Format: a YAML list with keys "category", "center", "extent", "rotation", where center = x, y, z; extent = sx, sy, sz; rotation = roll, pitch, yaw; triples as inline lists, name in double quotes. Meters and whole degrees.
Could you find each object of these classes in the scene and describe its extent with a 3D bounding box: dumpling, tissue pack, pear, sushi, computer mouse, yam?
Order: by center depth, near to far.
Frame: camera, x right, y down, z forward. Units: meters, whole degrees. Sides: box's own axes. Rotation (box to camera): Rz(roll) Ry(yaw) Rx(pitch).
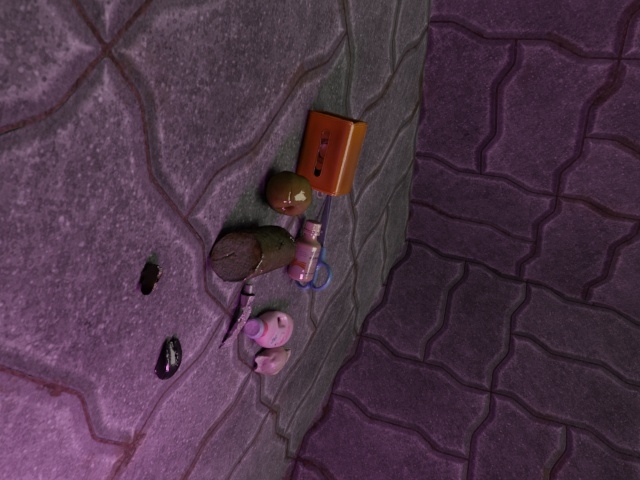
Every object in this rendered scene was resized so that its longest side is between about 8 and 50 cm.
- category: "sushi"
  center: [-0.431, 0.097, 1.250]
  extent: [0.046, 0.044, 0.083]
  rotation: [170, -57, -88]
- category: "computer mouse"
  center: [-0.440, 0.354, 1.452]
  extent: [0.079, 0.047, 0.135]
  rotation: [-14, 120, -68]
- category: "yam"
  center: [-0.206, 0.037, 1.584]
  extent: [0.304, 0.168, 0.168]
  rotation: [-14, 122, -68]
- category: "pear"
  center: [-0.107, -0.161, 1.666]
  extent: [0.167, 0.167, 0.136]
  rotation: [55, 41, -67]
- category: "tissue pack"
  center: [0.035, -0.323, 1.819]
  extent: [0.145, 0.194, 0.274]
  rotation: [-28, 134, -62]
- category: "dumpling"
  center: [-0.211, 0.525, 2.142]
  extent: [0.199, 0.118, 0.136]
  rotation: [4, 118, -42]

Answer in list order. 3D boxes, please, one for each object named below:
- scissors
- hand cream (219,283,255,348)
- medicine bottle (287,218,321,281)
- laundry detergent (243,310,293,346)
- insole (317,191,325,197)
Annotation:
- category: "scissors"
  center: [0.000, 0.000, 2.161]
  extent: [0.029, 0.193, 0.447]
  rotation: [28, 69, -48]
- category: "hand cream"
  center: [-0.291, 0.276, 1.774]
  extent: [0.257, 0.050, 0.084]
  rotation: [-68, 164, 6]
- category: "medicine bottle"
  center: [-0.057, 0.039, 2.051]
  extent: [0.114, 0.114, 0.252]
  rotation: [-17, 124, -66]
- category: "laundry detergent"
  center: [-0.208, 0.360, 2.008]
  extent: [0.335, 0.088, 0.159]
  rotation: [36, 71, -69]
- category: "insole"
  center: [0.030, -0.231, 2.177]
  extent: [0.197, 0.004, 0.065]
  rotation: [-38, 144, -55]
